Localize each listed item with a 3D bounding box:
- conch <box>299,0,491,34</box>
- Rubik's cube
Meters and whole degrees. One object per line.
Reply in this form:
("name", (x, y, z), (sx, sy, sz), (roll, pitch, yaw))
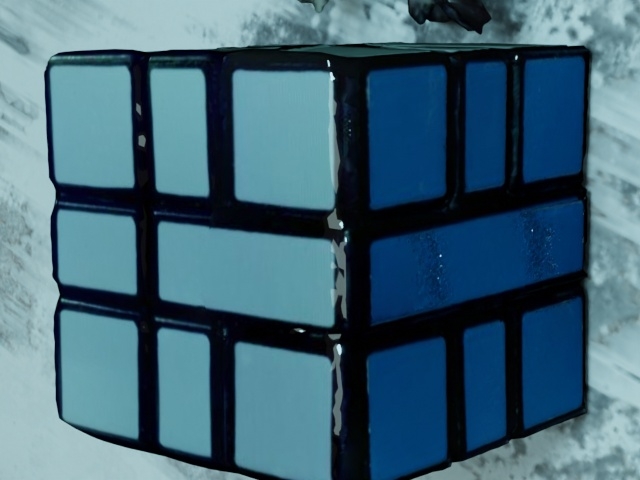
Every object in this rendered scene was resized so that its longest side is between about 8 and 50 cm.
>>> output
("conch", (0.013, -0.258, 1.103), (0.313, 0.186, 0.240), (26, 142, 16))
("Rubik's cube", (0.000, 0.000, 1.075), (0.293, 0.288, 0.283), (4, 100, 43))
